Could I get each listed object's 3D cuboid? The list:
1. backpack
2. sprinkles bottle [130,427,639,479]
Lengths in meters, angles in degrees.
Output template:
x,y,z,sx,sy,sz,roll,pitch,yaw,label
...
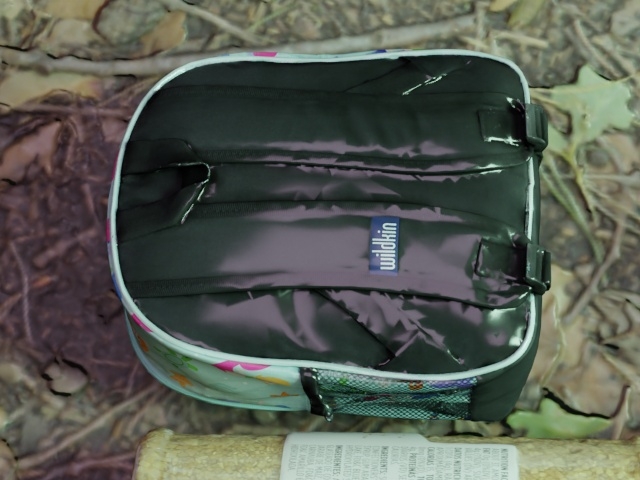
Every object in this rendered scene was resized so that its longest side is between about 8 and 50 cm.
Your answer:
x,y,z,sx,sy,sz,roll,pitch,yaw,label
0.000,0.000,1.060,0.253,0.191,0.225,3,67,-2,backpack
0.068,0.172,1.028,0.355,0.121,0.121,0,70,4,sprinkles bottle
